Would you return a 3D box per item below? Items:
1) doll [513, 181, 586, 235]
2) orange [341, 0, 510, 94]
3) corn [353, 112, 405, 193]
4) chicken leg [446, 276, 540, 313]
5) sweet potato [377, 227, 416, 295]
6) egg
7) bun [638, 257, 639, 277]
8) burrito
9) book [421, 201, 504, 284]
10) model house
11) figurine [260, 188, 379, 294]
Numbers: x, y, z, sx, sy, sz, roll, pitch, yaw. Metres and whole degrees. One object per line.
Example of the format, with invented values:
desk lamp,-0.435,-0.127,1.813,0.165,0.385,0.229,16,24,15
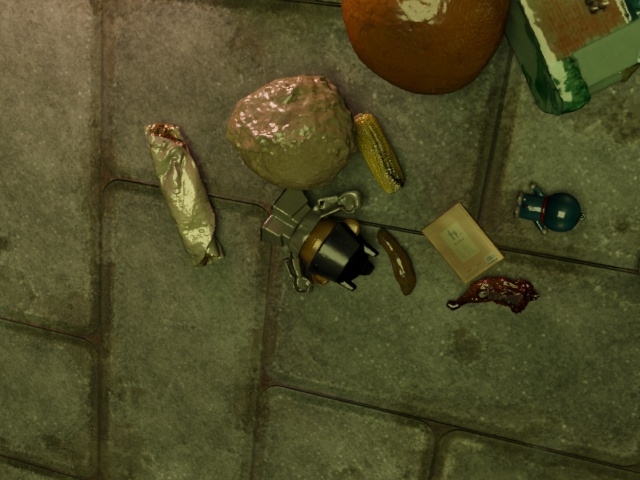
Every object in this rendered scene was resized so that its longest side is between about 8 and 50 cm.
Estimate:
doll,0.512,-0.067,1.521,0.152,0.085,0.114,11,97,23
orange,0.209,-0.450,1.352,0.322,0.357,0.321,-4,73,13
corn,0.134,-0.203,1.593,0.072,0.072,0.203,-25,98,21
chicken leg,0.409,0.130,1.623,0.219,0.048,0.089,-1,103,16
sweet potato,0.191,0.049,1.660,0.053,0.054,0.182,-24,96,12
egg,-0.059,-0.240,1.535,0.311,0.279,0.279,2,107,32
bun,0.794,0.053,1.450,0.204,0.126,0.212,25,112,10
burrito,-0.346,-0.116,1.754,0.117,0.076,0.391,-13,104,12
book,0.338,0.008,1.626,0.118,0.012,0.172,-38,93,22
model house,0.565,-0.434,1.364,0.325,0.194,0.267,-24,96,7
figurine,-0.002,0.003,1.655,0.309,0.143,0.308,16,123,26
